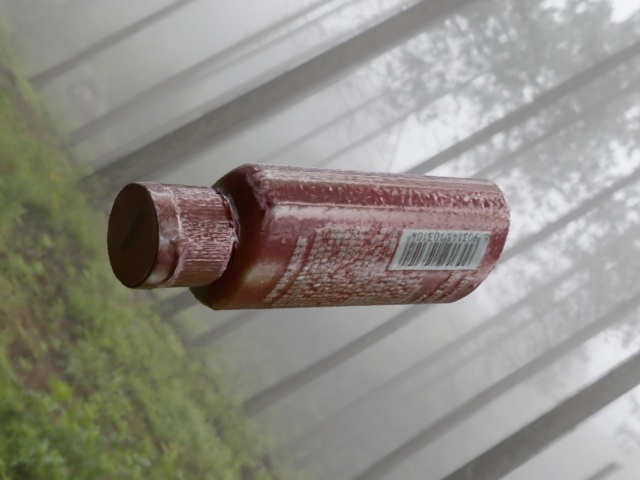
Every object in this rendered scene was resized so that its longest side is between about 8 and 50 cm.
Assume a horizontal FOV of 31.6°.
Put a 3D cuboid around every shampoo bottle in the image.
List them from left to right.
[{"bbox_3d":[0.000,-0.001,0.821,0.118,0.314,0.076,-55,-130,35],"label":"shampoo bottle"}]
